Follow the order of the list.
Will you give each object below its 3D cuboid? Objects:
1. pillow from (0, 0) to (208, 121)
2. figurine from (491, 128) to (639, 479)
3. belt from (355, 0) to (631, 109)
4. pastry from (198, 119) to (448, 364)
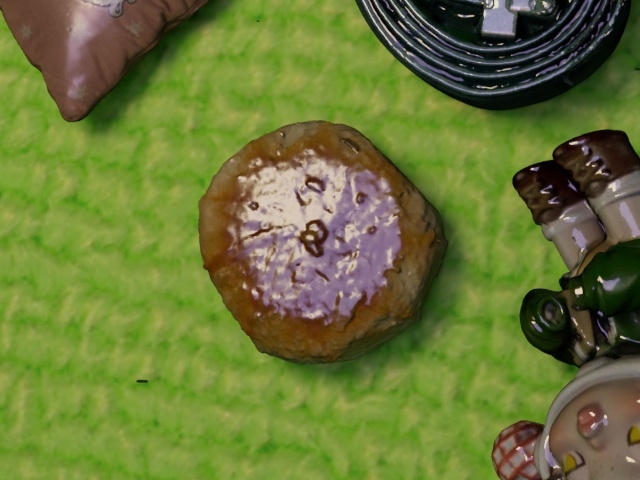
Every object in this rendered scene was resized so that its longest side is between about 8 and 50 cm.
[{"bbox_3d":[-0.188,-0.251,1.555,0.236,0.084,0.223,-43,75,6],"label":"pillow"},{"bbox_3d":[0.240,0.103,1.387,0.281,0.167,0.370,-34,65,44],"label":"figurine"},{"bbox_3d":[0.122,-0.226,1.459,0.206,0.116,0.267,-44,80,5],"label":"belt"},{"bbox_3d":[0.000,0.000,1.485,0.182,0.093,0.192,-34,78,7],"label":"pastry"}]
